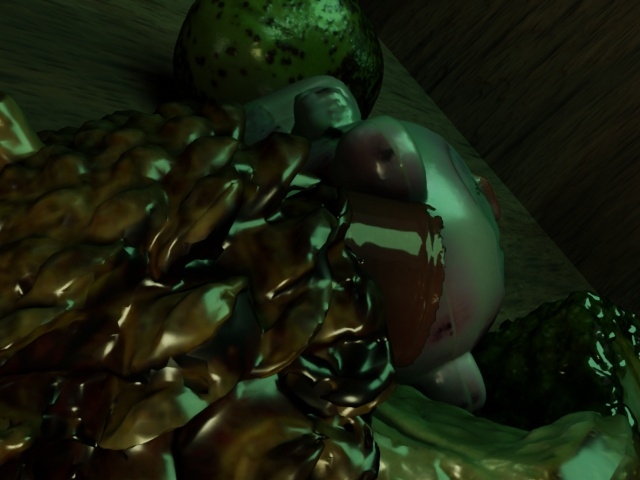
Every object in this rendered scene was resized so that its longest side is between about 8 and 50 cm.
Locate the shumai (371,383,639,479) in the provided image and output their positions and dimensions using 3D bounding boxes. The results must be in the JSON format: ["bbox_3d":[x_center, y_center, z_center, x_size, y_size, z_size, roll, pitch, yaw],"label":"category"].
[{"bbox_3d":[0.074,0.144,0.764,0.261,0.222,0.225,46,18,10],"label":"shumai"}]

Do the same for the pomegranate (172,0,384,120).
[{"bbox_3d":[-0.048,-0.144,1.257,0.222,0.277,0.204,7,-1,-38],"label":"pomegranate"}]

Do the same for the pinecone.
[{"bbox_3d":[-0.076,0.049,0.547,0.257,0.243,0.243,34,20,-24],"label":"pinecone"}]

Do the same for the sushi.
[{"bbox_3d":[0.273,0.224,1.109,0.352,0.178,0.294,33,36,-40],"label":"sushi"}]

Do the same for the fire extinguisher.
[{"bbox_3d":[-0.092,-0.011,0.697,0.337,0.147,0.106,10,57,-16],"label":"fire extinguisher"}]

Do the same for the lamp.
[{"bbox_3d":[0.000,0.000,0.948,0.301,0.247,0.247,36,-35,57],"label":"lamp"}]
